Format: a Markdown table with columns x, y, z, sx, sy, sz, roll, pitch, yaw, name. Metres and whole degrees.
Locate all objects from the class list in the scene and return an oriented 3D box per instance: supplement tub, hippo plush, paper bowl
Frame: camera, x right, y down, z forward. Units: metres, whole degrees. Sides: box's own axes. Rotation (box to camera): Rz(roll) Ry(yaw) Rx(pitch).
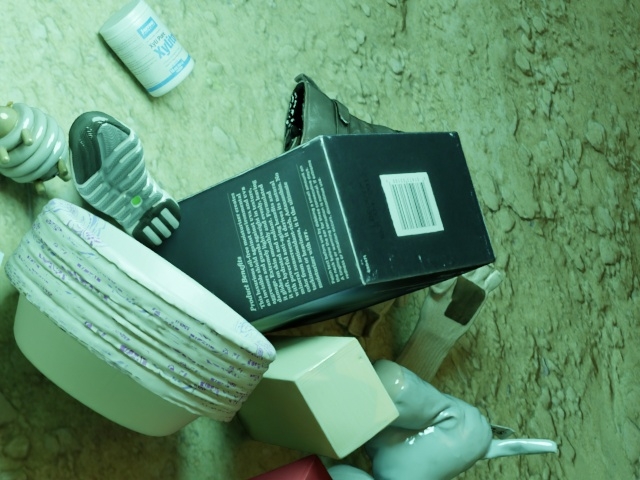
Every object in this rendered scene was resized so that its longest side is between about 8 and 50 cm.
| x | y | z | sx | sy | sz | roll | pitch | yaw | name |
| --- | --- | --- | --- | --- | --- | --- | --- | --- | --- |
| -0.213 | -0.237 | 1.728 | 0.107 | 0.071 | 0.071 | 50 | 39 | -23 | supplement tub |
| 0.083 | 0.290 | 1.761 | 0.294 | 0.234 | 0.236 | 28 | 80 | -22 | hippo plush |
| -0.197 | 0.093 | 1.439 | 0.284 | 0.284 | 0.148 | 34 | 90 | -37 | paper bowl |

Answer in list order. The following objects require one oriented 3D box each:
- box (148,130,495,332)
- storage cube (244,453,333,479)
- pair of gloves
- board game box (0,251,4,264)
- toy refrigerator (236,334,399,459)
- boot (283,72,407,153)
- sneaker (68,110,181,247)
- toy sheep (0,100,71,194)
| x | y | z | sx | sy | sz | roll | pitch | yaw | name |
| --- | --- | --- | --- | --- | --- | --- | --- | --- | --- |
| 0.000 | 0.000 | 1.683 | 0.296 | 0.294 | 0.182 | -7 | 79 | -53 | box |
| -0.059 | 0.374 | 1.487 | 0.183 | 0.215 | 0.193 | 56 | 31 | -14 | storage cube |
| 0.132 | 0.070 | 1.939 | 0.240 | 0.042 | 0.204 | 39 | 81 | -33 | pair of gloves |
| -0.374 | 0.011 | 1.373 | 0.090 | 0.090 | 0.020 | 37 | 49 | -36 | board game box |
| -0.020 | 0.169 | 1.583 | 0.094 | 0.269 | 0.102 | -33 | 99 | -22 | toy refrigerator |
| 0.037 | -0.086 | 1.972 | 0.229 | 0.091 | 0.263 | 20 | 55 | -38 | boot |
| -0.247 | -0.087 | 1.553 | 0.132 | 0.086 | 0.228 | 41 | -13 | 33 | sneaker |
| -0.315 | -0.100 | 1.515 | 0.132 | 0.091 | 0.091 | 52 | 36 | -44 | toy sheep |
